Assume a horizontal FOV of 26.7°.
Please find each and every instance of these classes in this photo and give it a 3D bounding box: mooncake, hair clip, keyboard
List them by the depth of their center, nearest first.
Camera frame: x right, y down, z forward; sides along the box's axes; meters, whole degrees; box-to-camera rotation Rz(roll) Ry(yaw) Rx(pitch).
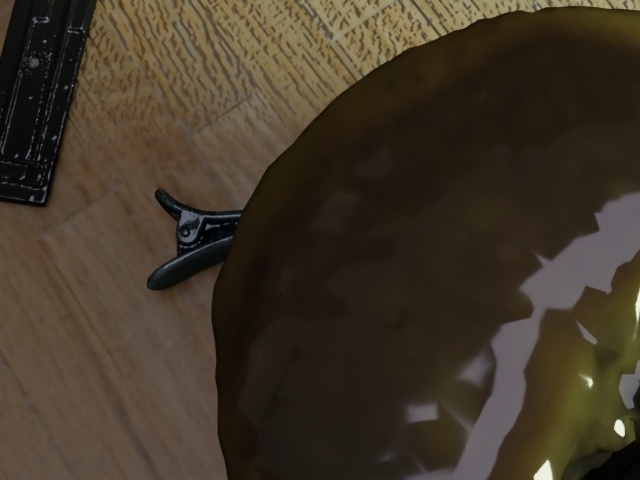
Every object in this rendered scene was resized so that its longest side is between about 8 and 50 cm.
[{"bbox_3d":[0.147,0.077,0.743,0.394,0.246,0.393,-16,74,1],"label":"mooncake"},{"bbox_3d":[0.000,0.000,0.895,0.229,0.039,0.070,0,72,7],"label":"hair clip"},{"bbox_3d":[-0.203,-0.125,0.973,0.061,0.013,0.204,8,75,10],"label":"keyboard"}]
